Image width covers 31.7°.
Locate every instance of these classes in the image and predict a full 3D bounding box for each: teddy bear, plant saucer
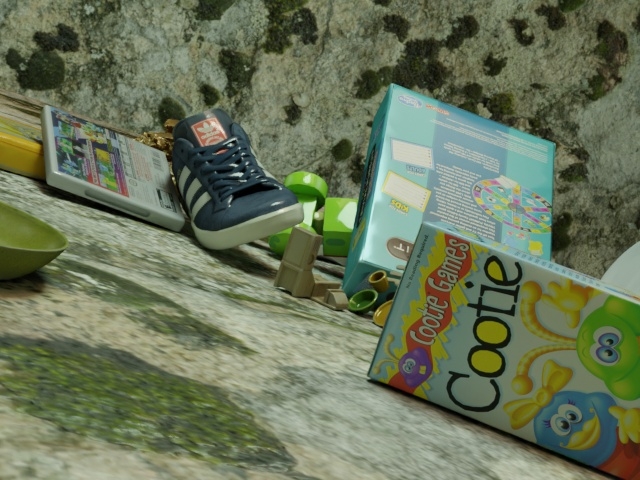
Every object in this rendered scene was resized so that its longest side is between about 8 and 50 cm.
[{"bbox_3d":[-0.207,-0.111,1.966,0.245,0.113,0.338,7,19,-35],"label":"teddy bear"},{"bbox_3d":[-0.310,-0.018,0.842,0.241,0.037,0.241,19,4,-2],"label":"plant saucer"}]

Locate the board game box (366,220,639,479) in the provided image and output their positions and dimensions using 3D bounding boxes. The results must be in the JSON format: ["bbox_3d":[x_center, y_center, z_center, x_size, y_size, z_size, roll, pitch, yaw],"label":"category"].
[{"bbox_3d":[0.201,0.096,0.970,0.275,0.142,0.144,21,5,12],"label":"board game box"}]

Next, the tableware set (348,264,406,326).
[{"bbox_3d":[0.104,0.060,1.268,0.154,0.104,0.024,12,-43,49],"label":"tableware set"}]

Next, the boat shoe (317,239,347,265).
[{"bbox_3d":[0.000,0.000,1.732,0.184,0.066,0.063,1,18,-45],"label":"boat shoe"}]

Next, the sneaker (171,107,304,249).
[{"bbox_3d":[-0.126,-0.090,1.446,0.131,0.148,0.350,-18,17,-18],"label":"sneaker"}]

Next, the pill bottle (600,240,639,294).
[{"bbox_3d":[0.452,0.124,1.301,0.264,0.153,0.153,37,2,-10],"label":"pill bottle"}]

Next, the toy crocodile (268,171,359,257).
[{"bbox_3d":[0.039,-0.017,1.585,0.340,0.115,0.105,7,-35,7],"label":"toy crocodile"}]

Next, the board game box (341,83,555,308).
[{"bbox_3d":[0.178,-0.034,1.495,0.253,0.079,0.336,19,48,-7],"label":"board game box"}]

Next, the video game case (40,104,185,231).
[{"bbox_3d":[-0.276,-0.096,1.480,0.183,0.023,0.201,22,23,-27],"label":"video game case"}]

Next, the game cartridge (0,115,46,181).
[{"bbox_3d":[-0.419,-0.134,1.581,0.323,0.053,0.285,15,7,-33],"label":"game cartridge"}]

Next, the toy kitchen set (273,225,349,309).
[{"bbox_3d":[0.006,0.032,1.279,0.068,0.075,0.083,24,11,33],"label":"toy kitchen set"}]
